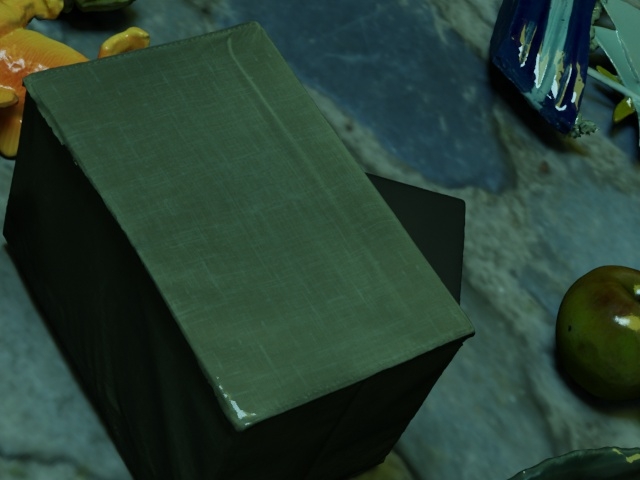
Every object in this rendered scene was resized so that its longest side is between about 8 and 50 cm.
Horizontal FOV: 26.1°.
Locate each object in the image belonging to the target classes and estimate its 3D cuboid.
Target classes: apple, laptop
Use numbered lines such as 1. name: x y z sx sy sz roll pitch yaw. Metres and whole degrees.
1. apple: 0.194 0.058 0.887 0.089 0.074 0.089 12 46 -12
2. laptop: 0.000 0.000 0.903 0.197 0.016 0.135 16 49 -7

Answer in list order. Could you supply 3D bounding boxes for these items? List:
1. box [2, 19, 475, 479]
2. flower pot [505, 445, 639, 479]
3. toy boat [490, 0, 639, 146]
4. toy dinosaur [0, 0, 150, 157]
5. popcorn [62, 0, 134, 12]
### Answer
1. box: -0.054 0.020 0.761 0.155 0.149 0.231 -20 63 -31
2. flower pot: 0.149 0.196 0.674 0.243 0.189 0.157 -23 107 -41
3. toy boat: 0.278 -0.125 1.090 0.291 0.067 0.220 24 46 -5
4. toy dinosaur: -0.213 -0.117 0.884 0.288 0.070 0.117 27 47 9
5. popcorn: -0.170 -0.205 0.966 0.097 0.089 0.109 -18 62 -20
